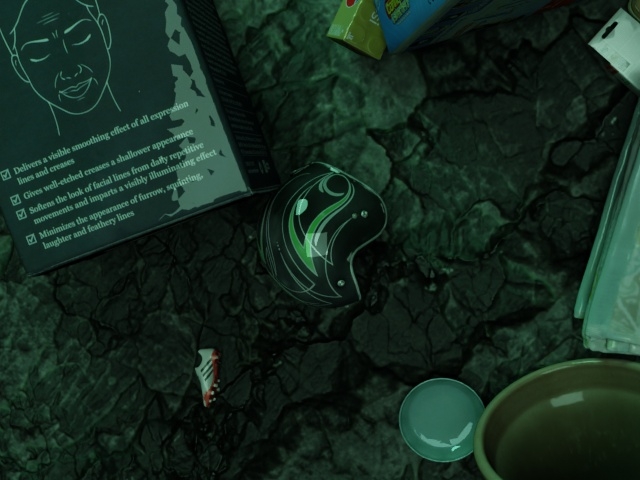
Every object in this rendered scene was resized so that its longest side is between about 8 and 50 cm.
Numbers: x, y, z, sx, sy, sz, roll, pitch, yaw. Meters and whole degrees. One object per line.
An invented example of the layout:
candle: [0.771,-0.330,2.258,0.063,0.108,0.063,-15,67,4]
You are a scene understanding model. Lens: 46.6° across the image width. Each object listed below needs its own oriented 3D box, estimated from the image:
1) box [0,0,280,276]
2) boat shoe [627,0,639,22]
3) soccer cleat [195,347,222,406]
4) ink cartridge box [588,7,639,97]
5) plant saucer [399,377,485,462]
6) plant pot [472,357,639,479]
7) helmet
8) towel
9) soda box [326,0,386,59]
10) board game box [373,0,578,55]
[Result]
box: [-0.265,-0.195,0.931,0.294,0.212,0.395,-19,94,8]
boat shoe: [0.456,-0.282,0.930,0.136,0.045,0.050,20,98,4]
soccer cleat: [-0.162,0.193,1.055,0.036,0.029,0.083,7,94,14]
ink cartridge box: [0.402,-0.234,0.949,0.115,0.029,0.063,42,99,1]
plant saucer: [0.168,0.246,1.027,0.120,0.021,0.119,1,96,7]
plant pot: [0.346,0.312,0.925,0.263,0.263,0.229,-20,113,8]
helmet: [0.000,0.000,0.950,0.169,0.169,0.161,34,82,2]
towel: [0.513,-0.005,0.906,0.321,0.090,0.374,13,107,8]
soda box: [0.080,-0.327,0.948,0.061,0.058,0.181,21,100,-29]
board game box: [0.235,-0.308,0.786,0.302,0.308,0.086,-18,94,-7]
